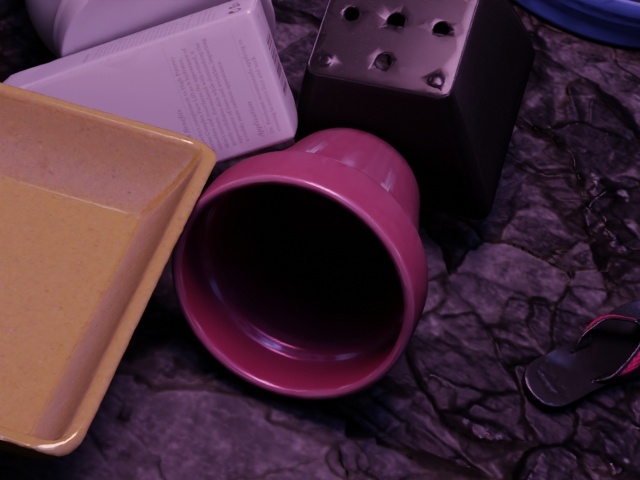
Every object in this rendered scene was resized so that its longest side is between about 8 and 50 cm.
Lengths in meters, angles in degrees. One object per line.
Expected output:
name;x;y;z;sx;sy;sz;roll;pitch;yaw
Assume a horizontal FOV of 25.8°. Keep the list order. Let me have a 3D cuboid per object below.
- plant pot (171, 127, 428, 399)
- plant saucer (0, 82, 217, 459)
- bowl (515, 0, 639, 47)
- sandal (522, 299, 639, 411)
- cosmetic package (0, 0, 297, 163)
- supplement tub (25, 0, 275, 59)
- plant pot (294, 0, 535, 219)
plant pot;0.000;0.000;1.154;0.201;0.201;0.180;24;32;4
plant saucer;-0.280;0.012;1.019;0.332;0.081;0.333;16;42;4
bowl;0.335;-0.375;1.637;0.391;0.077;0.391;9;49;-10
sandal;0.255;0.097;1.236;0.179;0.040;0.067;-24;61;-32
cosmetic package;-0.144;-0.112;1.169;0.231;0.117;0.085;-16;19;7
supplement tub;-0.175;-0.291;1.308;0.228;0.228;0.316;-6;53;-21
plant pot;0.078;-0.152;1.244;0.187;0.167;0.188;13;69;15
